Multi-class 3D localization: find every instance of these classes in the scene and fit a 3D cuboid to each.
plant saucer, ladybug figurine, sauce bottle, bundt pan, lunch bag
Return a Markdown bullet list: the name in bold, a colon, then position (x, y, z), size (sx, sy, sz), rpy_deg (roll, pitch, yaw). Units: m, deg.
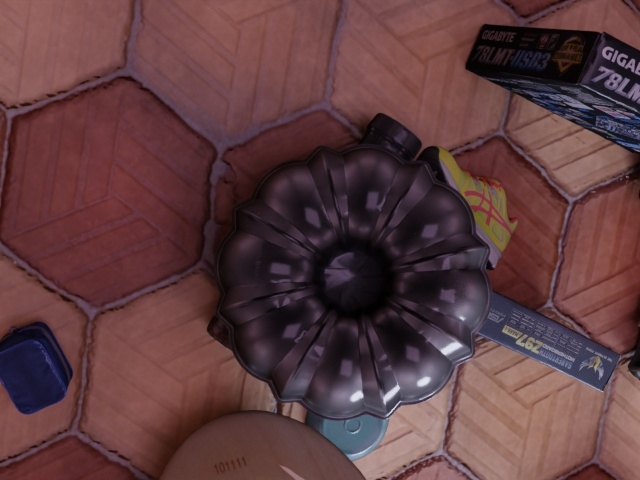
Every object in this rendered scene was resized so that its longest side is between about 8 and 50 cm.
- **plant saucer**: position (0.040, 0.240, 1.441), size (0.119, 0.021, 0.119), rpy_deg (-3, 100, -19)
- **ladybug figurine**: position (-0.048, 0.424, 1.330), size (0.305, 0.162, 0.449), rpy_deg (-15, 87, -2)
- **sauce bottle**: position (0.000, 0.000, 1.336), size (0.111, 0.111, 0.344), rpy_deg (36, 88, -21)
- **bundt pan**: position (0.035, 0.042, 1.218), size (0.331, 0.124, 0.330), rpy_deg (0, 85, 2)
- **lunch bag**: position (-0.337, 0.144, 1.273), size (0.067, 0.065, 0.098), rpy_deg (-22, 108, 2)

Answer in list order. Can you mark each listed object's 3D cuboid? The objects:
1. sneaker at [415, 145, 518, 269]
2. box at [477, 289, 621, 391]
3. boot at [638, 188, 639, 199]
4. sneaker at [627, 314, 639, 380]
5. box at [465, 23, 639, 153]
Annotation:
- **sneaker**: position (0.191, -0.058, 1.406), size (0.094, 0.081, 0.208), rpy_deg (-48, 131, -14)
- **box**: position (0.241, 0.105, 1.400), size (0.233, 0.183, 0.059), rpy_deg (25, 91, -22)
- **boot**: position (0.563, -0.125, 1.479), size (0.179, 0.085, 0.236), rpy_deg (29, 97, 13)
- **sneaker**: position (0.513, 0.085, 1.536), size (0.108, 0.100, 0.271), rpy_deg (13, 95, -15)
- **box**: position (0.366, -0.173, 1.333), size (0.293, 0.295, 0.073), rpy_deg (20, 95, -20)
